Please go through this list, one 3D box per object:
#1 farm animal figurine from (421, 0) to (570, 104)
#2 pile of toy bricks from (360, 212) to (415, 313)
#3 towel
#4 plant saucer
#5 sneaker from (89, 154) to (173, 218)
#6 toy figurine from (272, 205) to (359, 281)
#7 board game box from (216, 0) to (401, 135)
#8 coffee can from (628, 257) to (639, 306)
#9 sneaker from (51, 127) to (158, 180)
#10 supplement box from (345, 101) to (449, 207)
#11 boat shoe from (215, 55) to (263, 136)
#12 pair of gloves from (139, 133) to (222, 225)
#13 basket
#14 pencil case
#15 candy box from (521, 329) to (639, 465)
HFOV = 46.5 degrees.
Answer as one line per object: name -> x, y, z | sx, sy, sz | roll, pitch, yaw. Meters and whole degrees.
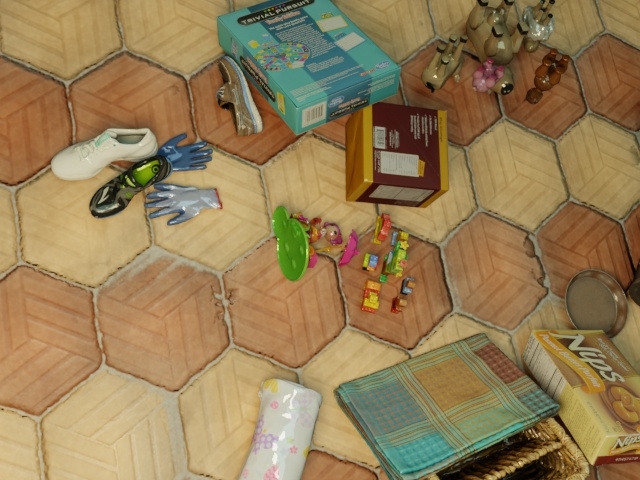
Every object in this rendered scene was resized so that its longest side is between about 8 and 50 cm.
farm animal figurine -> 0.399, -0.437, 1.767 | 0.331, 0.172, 0.326 | 7, 60, -6
pile of toy bricks -> 0.156, 0.050, 1.579 | 0.118, 0.105, 0.212 | 15, 71, -12
towel -> 0.244, 0.317, 1.477 | 0.370, 0.040, 0.271 | -18, 37, -20
plant saucer -> 0.636, 0.151, 1.733 | 0.169, 0.029, 0.168 | 4, 73, -15
sneaker -> -0.380, -0.113, 1.471 | 0.188, 0.078, 0.067 | -34, 82, -3
toy figurine -> 0.000, 0.000, 1.563 | 0.159, 0.130, 0.173 | -3, 50, -31
board game box -> -0.030, -0.396, 1.596 | 0.254, 0.079, 0.336 | -25, 57, -21
coffee can -> 0.861, 0.028, 1.741 | 0.202, 0.201, 0.275 | 29, 68, -7
sneaker -> -0.432, -0.184, 1.472 | 0.212, 0.094, 0.080 | -19, 77, -12
supplement box -> 0.166, -0.187, 1.636 | 0.194, 0.129, 0.191 | 5, 73, -15
boat shoe -> -0.188, -0.310, 1.601 | 0.066, 0.066, 0.183 | -23, 82, -20
pair of gloves -> -0.292, -0.128, 1.542 | 0.159, 0.023, 0.198 | -9, 73, -17
basket -> 0.328, 0.418, 1.463 | 0.299, 0.223, 0.213 | -18, 81, -19
pencil case -> -0.084, 0.398, 1.407 | 0.124, 0.113, 0.273 | 16, 71, -2
candy box -> 0.572, 0.312, 1.538 | 0.183, 0.087, 0.316 | 3, 31, -16
